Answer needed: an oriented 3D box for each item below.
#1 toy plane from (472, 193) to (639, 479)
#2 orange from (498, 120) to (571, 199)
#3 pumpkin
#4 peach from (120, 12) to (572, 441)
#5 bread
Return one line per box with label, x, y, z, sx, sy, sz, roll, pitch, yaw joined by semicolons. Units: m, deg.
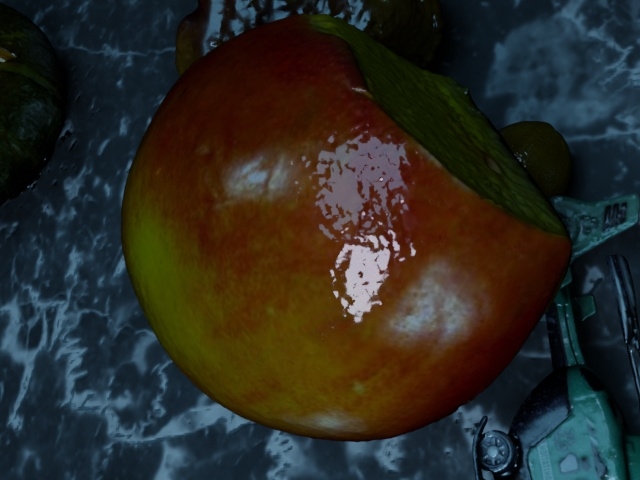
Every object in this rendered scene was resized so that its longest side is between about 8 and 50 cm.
toy plane;0.200;0.144;1.154;0.155;0.106;0.382;-13;66;17
orange;0.172;-0.061;1.253;0.085;0.085;0.085;-9;69;25
pumpkin;-0.367;-0.135;1.512;0.238;0.159;0.238;-5;72;14
peach;0.000;0.000;1.161;0.380;0.242;0.306;-28;57;40
bread;-0.012;-0.174;1.353;0.246;0.135;0.232;9;91;28
